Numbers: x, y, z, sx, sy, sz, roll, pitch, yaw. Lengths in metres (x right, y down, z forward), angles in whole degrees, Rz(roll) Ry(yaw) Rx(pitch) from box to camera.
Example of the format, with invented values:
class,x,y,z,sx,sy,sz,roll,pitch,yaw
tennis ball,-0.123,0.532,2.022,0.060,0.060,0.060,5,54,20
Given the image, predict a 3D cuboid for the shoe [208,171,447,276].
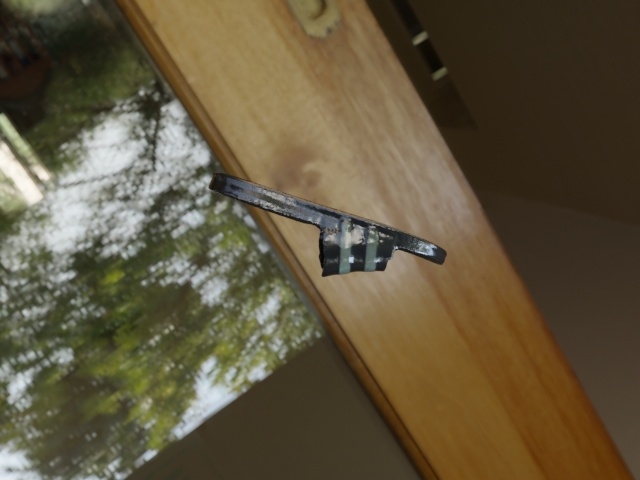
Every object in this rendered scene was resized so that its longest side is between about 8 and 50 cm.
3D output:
class,x,y,z,sx,sy,sz,roll,pitch,yaw
shoe,0.000,0.000,0.724,0.071,0.179,0.049,61,47,-90
